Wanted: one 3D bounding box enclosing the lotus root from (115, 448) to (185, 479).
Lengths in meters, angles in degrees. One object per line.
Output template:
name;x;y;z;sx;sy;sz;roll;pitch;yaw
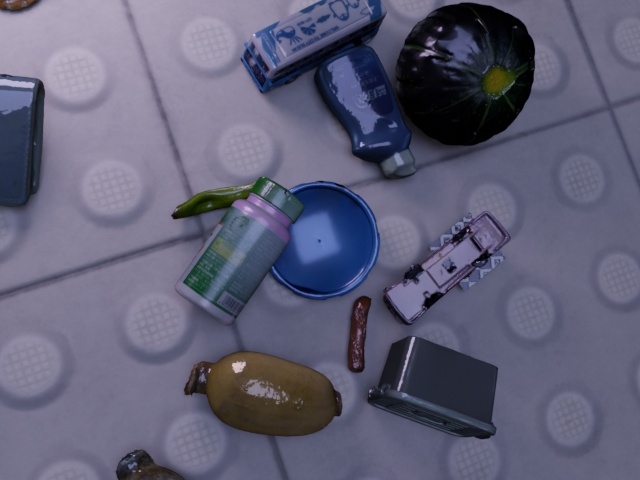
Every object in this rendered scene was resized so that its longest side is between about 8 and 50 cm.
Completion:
lotus root;-0.272;0.536;1.237;0.175;0.175;0.350;-14;85;-15

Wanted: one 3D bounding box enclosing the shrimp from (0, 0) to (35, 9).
shrimp;-0.575;-0.522;1.406;0.184;0.043;0.091;-38;98;-9

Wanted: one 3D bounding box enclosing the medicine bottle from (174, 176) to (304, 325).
medicine bottle;-0.147;0.016;1.346;0.133;0.133;0.274;36;84;-5

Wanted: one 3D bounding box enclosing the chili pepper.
chili pepper;-0.201;-0.080;1.409;0.201;0.052;0.050;-15;59;-15

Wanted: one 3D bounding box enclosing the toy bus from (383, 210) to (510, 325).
toy bus;0.251;0.057;1.441;0.274;0.112;0.090;-38;82;-8

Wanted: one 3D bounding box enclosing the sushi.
sushi;0.312;0.025;1.521;0.120;0.026;0.126;-37;84;-8

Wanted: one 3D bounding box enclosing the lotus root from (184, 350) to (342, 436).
lotus root;-0.100;0.289;1.330;0.303;0.131;0.146;14;77;-10

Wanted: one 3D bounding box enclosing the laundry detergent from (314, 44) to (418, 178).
laundry detergent;0.108;-0.257;1.486;0.143;0.094;0.290;-28;87;-19

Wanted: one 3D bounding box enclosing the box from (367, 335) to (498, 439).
box;0.230;0.288;1.399;0.243;0.163;0.135;22;68;-7

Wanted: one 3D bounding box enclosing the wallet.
wallet;-0.692;-0.187;1.272;0.360;0.083;0.252;4;100;-14

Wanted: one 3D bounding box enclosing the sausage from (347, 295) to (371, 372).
sausage;0.078;0.188;1.439;0.036;0.042;0.158;1;76;26

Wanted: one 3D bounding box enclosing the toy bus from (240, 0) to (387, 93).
toy bus;-0.012;-0.421;1.467;0.297;0.131;0.106;-31;88;-17

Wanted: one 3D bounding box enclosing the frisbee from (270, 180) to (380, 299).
frisbee;0.000;0.000;1.443;0.242;0.045;0.242;0;84;-2

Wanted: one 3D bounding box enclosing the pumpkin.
pumpkin;0.282;-0.349;1.488;0.295;0.296;0.296;2;80;-12
